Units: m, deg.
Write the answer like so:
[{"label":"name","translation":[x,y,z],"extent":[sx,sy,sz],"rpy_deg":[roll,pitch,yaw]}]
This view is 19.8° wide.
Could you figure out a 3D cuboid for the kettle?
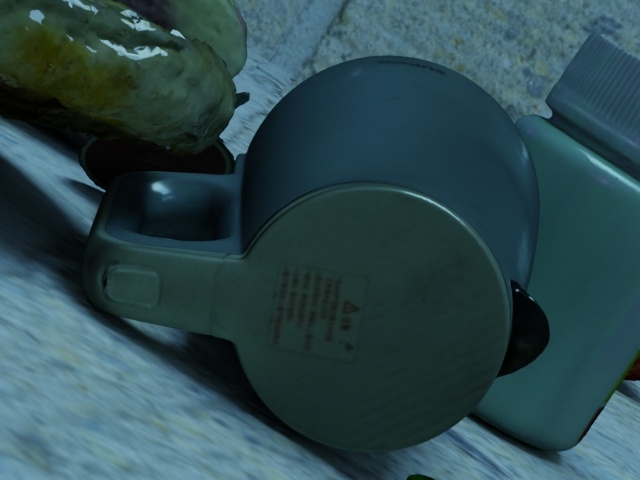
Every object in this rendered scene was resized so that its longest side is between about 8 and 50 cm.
[{"label":"kettle","translation":[0.000,0.000,0.849],"extent":[0.211,0.160,0.243],"rpy_deg":[14,13,2]}]

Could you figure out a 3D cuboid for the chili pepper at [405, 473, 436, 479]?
[{"label":"chili pepper","translation":[0.093,0.131,0.677],"extent":[0.182,0.050,0.073],"rpy_deg":[29,14,-15]}]

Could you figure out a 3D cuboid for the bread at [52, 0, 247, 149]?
[{"label":"bread","translation":[-0.203,-0.207,1.065],"extent":[0.338,0.155,0.187],"rpy_deg":[47,7,-25]}]

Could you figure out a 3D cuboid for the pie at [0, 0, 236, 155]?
[{"label":"pie","translation":[-0.170,-0.094,0.813],"extent":[0.274,0.055,0.274],"rpy_deg":[15,-1,0]}]

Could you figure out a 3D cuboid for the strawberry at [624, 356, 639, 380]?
[{"label":"strawberry","translation":[0.270,0.079,1.676],"extent":[0.140,0.085,0.192],"rpy_deg":[23,4,-15]}]

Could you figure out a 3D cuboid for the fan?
[{"label":"fan","translation":[-0.075,-0.051,0.974],"extent":[0.085,0.133,0.005],"rpy_deg":[18,58,-29]}]

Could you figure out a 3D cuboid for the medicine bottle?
[{"label":"medicine bottle","translation":[0.151,0.002,1.095],"extent":[0.139,0.225,0.139],"rpy_deg":[31,8,-5]}]
